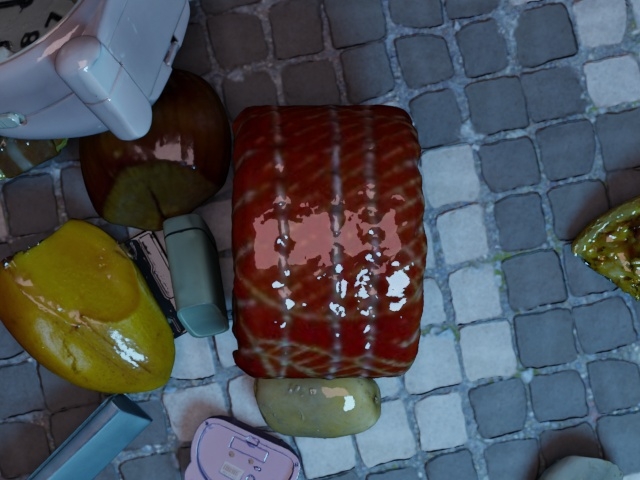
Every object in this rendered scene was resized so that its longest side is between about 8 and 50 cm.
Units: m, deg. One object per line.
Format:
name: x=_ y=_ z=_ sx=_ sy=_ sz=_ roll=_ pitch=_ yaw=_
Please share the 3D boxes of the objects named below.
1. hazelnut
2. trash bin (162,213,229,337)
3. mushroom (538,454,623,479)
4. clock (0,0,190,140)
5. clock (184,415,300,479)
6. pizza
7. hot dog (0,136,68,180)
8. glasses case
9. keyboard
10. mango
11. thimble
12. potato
hazelnut: x=-0.218 y=-0.125 z=1.395 sx=0.212 sy=0.181 sz=0.181 roll=-15 pitch=127 yaw=13
trash bin: x=-0.162 y=0.047 z=1.369 sx=0.059 sy=0.116 sz=0.130 roll=-14 pitch=64 yaw=3
mushroom: x=0.326 y=0.392 z=1.418 sx=0.116 sy=0.093 sz=0.225 roll=30 pitch=85 yaw=-20
clock: x=-0.345 y=-0.264 z=1.317 sx=0.326 sy=0.184 sz=0.342 roll=0 pitch=52 yaw=23
clock: x=-0.109 y=0.311 z=1.445 sx=0.153 sy=0.050 sz=0.110 roll=25 pitch=90 yaw=1
pizza: x=0.486 y=0.008 z=1.380 sx=0.305 sy=0.085 sz=0.161 roll=-7 pitch=97 yaw=21
hot dog: x=-0.404 y=-0.149 z=1.424 sx=0.262 sy=0.093 sz=0.123 roll=-26 pitch=50 yaw=4
glasses case: x=-0.361 y=0.314 z=1.436 sx=0.266 sy=0.105 sz=0.056 roll=-45 pitch=63 yaw=0
keyboard: x=-0.222 y=0.060 z=1.467 sx=0.053 sy=0.010 sz=0.155 roll=-28 pitch=89 yaw=0
mango: x=-0.309 y=0.108 z=1.410 sx=0.187 sy=0.138 sz=0.257 roll=-36 pitch=93 yaw=-17
thimble: x=0.000 y=0.000 z=1.307 sx=0.231 sy=0.350 sz=0.350 roll=0 pitch=90 yaw=-3
potato: x=-0.007 y=0.209 z=1.416 sx=0.178 sy=0.118 sz=0.109 roll=0 pitch=55 yaw=14
